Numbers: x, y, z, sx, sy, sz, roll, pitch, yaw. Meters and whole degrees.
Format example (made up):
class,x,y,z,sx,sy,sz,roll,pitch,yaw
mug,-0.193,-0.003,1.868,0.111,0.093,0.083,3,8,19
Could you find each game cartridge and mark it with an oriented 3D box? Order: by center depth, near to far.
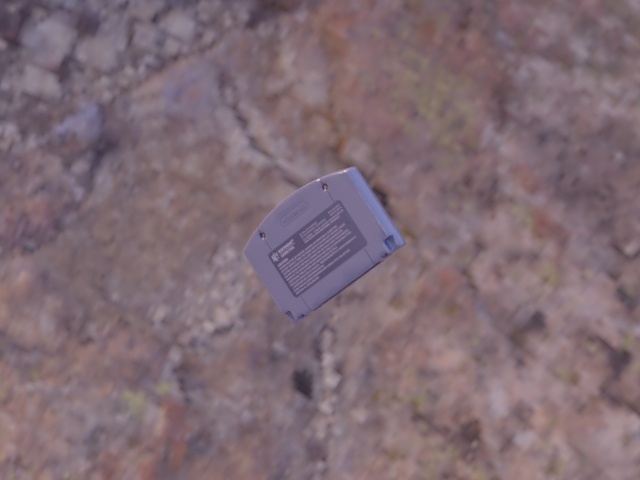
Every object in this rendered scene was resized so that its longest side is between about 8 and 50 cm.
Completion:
class,x,y,z,sx,sy,sz,roll,pitch,yaw
game cartridge,0.000,0.000,1.021,0.056,0.083,0.017,56,34,3
